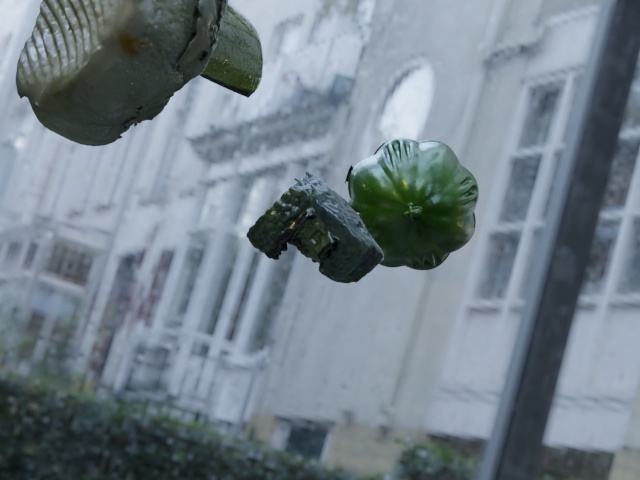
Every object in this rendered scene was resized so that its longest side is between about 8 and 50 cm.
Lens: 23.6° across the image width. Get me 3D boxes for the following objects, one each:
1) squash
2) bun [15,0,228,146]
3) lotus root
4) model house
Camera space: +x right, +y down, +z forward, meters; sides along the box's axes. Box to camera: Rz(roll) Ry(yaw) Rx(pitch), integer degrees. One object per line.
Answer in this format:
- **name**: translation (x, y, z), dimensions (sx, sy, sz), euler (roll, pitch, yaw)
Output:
- **squash**: translation (-0.169, -0.289, 2.031), dimensions (0.169, 0.093, 0.252), euler (43, 10, 18)
- **bun**: translation (-0.188, -0.206, 1.516), dimensions (0.141, 0.239, 0.239), euler (29, -17, -37)
- **lotus root**: translation (0.115, -0.041, 1.951), dimensions (0.186, 0.186, 0.186), euler (15, -12, 3)
- **model house**: translation (0.000, 0.000, 1.106), dimensions (0.083, 0.066, 0.079), euler (43, 12, 4)
